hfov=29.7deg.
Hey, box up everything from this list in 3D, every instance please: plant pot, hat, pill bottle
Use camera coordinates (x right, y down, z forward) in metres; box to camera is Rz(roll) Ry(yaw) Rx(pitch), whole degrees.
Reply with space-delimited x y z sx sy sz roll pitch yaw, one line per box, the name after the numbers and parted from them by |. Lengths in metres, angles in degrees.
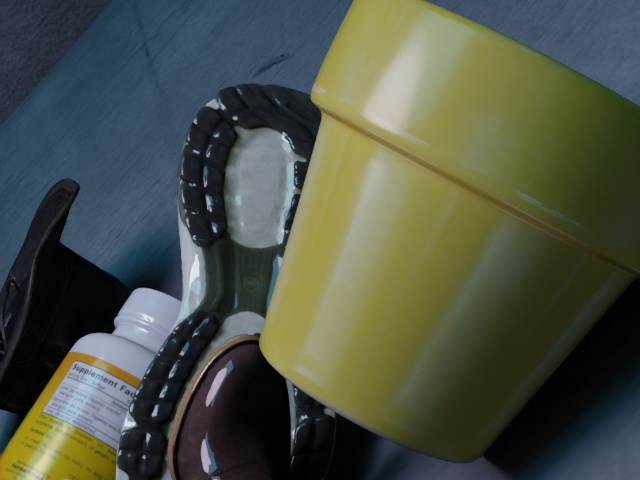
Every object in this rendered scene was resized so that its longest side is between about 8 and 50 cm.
0.084 0.000 0.773 0.239 0.254 0.254 -62 24 5 | plant pot
-0.296 0.104 1.343 0.331 0.134 0.331 -57 18 30 | hat
-0.187 0.169 1.068 0.136 0.136 0.246 -7 47 55 | pill bottle

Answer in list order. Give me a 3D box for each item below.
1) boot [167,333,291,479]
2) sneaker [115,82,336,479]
-0.020 0.196 0.751 0.207 0.090 0.248 12 94 56 | boot
-0.056 0.091 0.971 0.182 0.158 0.410 91 -171 -72 | sneaker
